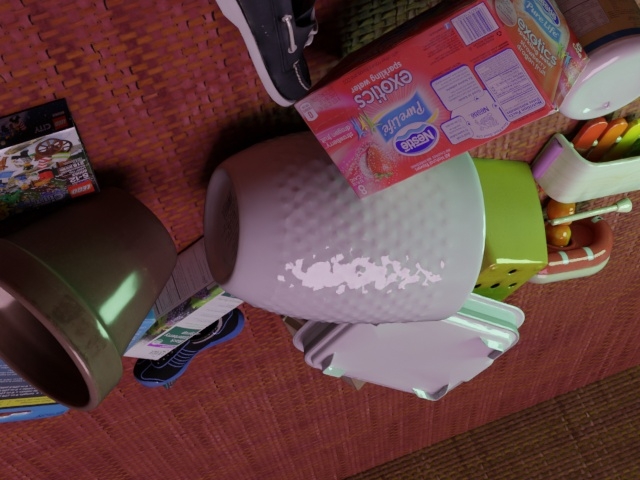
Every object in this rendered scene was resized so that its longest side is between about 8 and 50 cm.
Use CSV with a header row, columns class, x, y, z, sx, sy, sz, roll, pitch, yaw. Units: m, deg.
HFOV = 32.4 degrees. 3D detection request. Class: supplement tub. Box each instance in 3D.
class,x,y,z,sx,sy,sz,roll,pitch,yaw
supplement tub,0.319,-0.266,1.364,0.144,0.200,0.144,-18,154,-9

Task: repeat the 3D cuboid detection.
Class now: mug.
class,x,y,z,sx,sy,sz,roll,pitch,yaw
mug,0.000,0.000,1.564,0.327,0.276,0.374,0,155,-23

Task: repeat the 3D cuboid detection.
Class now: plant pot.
class,x,y,z,sx,sy,sz,roll,pitch,yaw
plant pot,0.257,-0.001,1.864,0.212,0.187,0.212,0,147,-40
plant pot,-0.313,0.052,1.431,0.229,0.263,0.263,-47,167,-29

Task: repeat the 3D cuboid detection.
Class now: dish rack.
class,x,y,z,sx,sy,sz,roll,pitch,yaw
dish rack,0.151,0.174,1.848,0.332,0.072,0.285,17,138,-28

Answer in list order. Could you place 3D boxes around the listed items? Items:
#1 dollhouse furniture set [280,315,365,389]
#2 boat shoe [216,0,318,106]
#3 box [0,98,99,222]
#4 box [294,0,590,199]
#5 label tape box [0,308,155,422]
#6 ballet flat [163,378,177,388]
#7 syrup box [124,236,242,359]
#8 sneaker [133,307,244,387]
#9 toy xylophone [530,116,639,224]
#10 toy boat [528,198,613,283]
class,x,y,z,sx,sy,sz,roll,pitch,yaw
dollhouse furniture set,0.108,0.079,2.081,0.355,0.173,0.303,-47,146,-15
boat shoe,-0.048,-0.248,1.201,0.091,0.114,0.302,-20,157,8
box,-0.398,-0.078,1.334,0.233,0.044,0.159,-19,155,-8
box,0.140,-0.186,1.296,0.300,0.154,0.142,-24,-163,42
label tape box,-0.449,0.167,1.709,0.249,0.115,0.347,1,149,-40
ballet flat,-0.294,0.246,2.092,0.041,0.041,0.114,-19,155,-7
syrup box,-0.226,0.096,1.769,0.237,0.096,0.093,-35,153,23
sneaker,-0.248,0.176,1.939,0.232,0.081,0.090,-35,151,10
toy xylophone,0.513,-0.128,1.944,0.322,0.081,0.236,-6,151,-31
toy boat,0.451,-0.017,2.087,0.231,0.151,0.151,-9,123,-27
